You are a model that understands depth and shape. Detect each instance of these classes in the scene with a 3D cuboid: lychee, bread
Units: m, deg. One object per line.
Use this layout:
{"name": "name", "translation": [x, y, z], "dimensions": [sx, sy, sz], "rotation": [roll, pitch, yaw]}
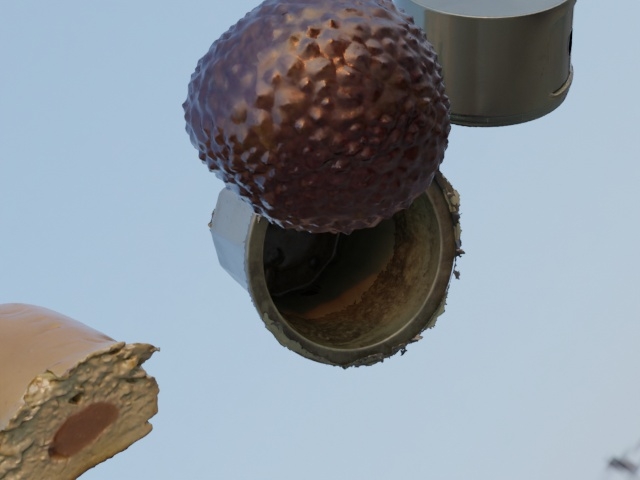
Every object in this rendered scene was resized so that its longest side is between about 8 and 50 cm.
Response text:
{"name": "lychee", "translation": [-0.002, -0.129, 1.865], "dimensions": [0.260, 0.260, 0.260], "rotation": [-42, -26, -26]}
{"name": "bread", "translation": [-0.194, 0.096, 1.221], "dimensions": [0.134, 0.173, 0.085], "rotation": [-34, -60, -29]}

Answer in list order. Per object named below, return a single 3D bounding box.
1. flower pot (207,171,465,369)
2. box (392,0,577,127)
{"name": "flower pot", "translation": [0.000, 0.000, 2.307], "dimensions": [0.290, 0.259, 0.290], "rotation": [-3, -82, -23]}
{"name": "box", "translation": [0.200, -0.257, 2.289], "dimensions": [0.226, 0.226, 0.149], "rotation": [-33, -45, -39]}
